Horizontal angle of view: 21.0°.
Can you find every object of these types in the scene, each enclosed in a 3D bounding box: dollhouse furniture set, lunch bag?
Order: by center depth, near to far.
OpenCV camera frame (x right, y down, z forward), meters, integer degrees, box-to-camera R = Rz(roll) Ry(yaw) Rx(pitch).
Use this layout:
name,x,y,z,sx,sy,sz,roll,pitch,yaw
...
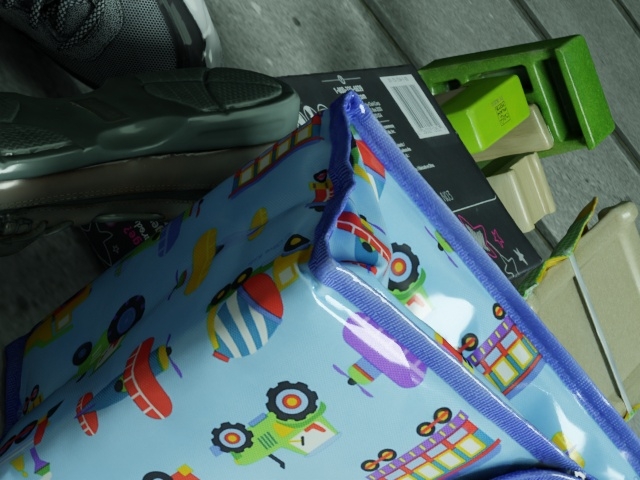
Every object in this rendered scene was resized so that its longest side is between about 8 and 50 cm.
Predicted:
name,x,y,z,sx,sy,sz,roll,pitch,yaw
lunch bag,0.022,0.118,0.796,0.293,0.221,0.138,44,27,-22
dollhouse furniture set,0.149,0.014,1.371,0.197,0.151,0.301,-36,110,-46

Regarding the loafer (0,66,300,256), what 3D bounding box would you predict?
name,x,y,z,sx,sy,sz,roll,pitch,yaw
loafer,-0.127,-0.023,0.798,0.267,0.084,0.096,-10,27,-31

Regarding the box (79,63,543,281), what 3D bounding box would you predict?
name,x,y,z,sx,sy,sz,roll,pitch,yaw
box,0.000,0.000,1.012,0.163,0.142,0.247,57,23,7

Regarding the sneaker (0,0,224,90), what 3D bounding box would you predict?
name,x,y,z,sx,sy,sz,roll,pitch,yaw
sneaker,-0.173,-0.149,0.937,0.268,0.101,0.153,46,26,-8
